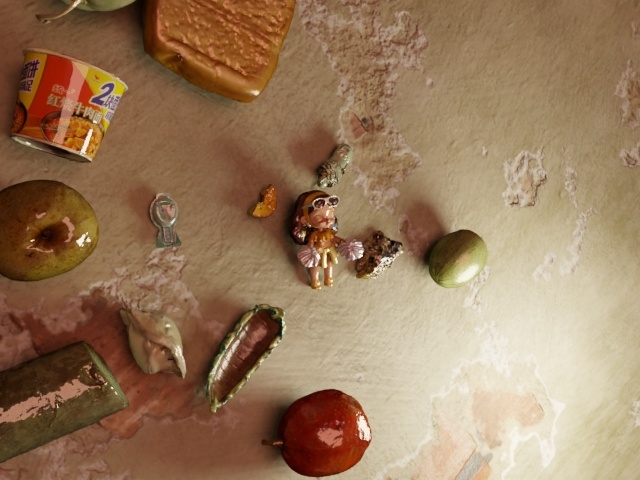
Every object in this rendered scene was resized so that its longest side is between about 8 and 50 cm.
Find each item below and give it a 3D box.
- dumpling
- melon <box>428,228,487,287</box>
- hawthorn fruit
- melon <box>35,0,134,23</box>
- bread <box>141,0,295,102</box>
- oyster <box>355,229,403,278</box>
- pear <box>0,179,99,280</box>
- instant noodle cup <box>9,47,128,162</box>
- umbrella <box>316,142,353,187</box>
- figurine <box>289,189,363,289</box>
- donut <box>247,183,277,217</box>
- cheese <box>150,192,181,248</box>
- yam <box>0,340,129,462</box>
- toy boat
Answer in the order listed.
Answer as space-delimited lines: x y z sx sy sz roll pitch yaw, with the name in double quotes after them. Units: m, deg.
-0.345 0.213 1.597 0.199 0.136 0.118 46 72 -8 "dumpling"
0.369 0.045 2.033 0.192 0.139 0.139 -40 106 -22 "melon"
-0.013 0.446 1.741 0.253 0.205 0.205 -12 92 -24 "hawthorn fruit"
-0.451 -0.607 1.537 0.271 0.271 0.308 -5 84 -31 "melon"
-0.240 -0.495 1.718 0.337 0.148 0.328 20 79 -30 "bread"
0.146 0.045 1.951 0.103 0.051 0.148 38 78 -15 "oyster"
-0.540 -0.020 1.451 0.228 0.211 0.188 -19 97 -30 "pear"
-0.505 -0.257 1.509 0.213 0.213 0.174 18 85 -28 "instant noodle cup"
0.035 -0.183 1.900 0.143 0.062 0.067 -52 143 -31 "umbrella"
-0.001 -0.002 1.831 0.174 0.115 0.240 -13 98 -29 "figurine"
-0.138 -0.090 1.801 0.067 0.038 0.083 3 79 -28 "donut"
-0.340 -0.045 1.681 0.067 0.026 0.121 -8 90 -31 "cheese"
-0.528 0.304 1.464 0.304 0.168 0.168 -21 96 -29 "yam"
-0.184 0.265 1.710 0.108 0.099 0.293 46 57 -18 "toy boat"
